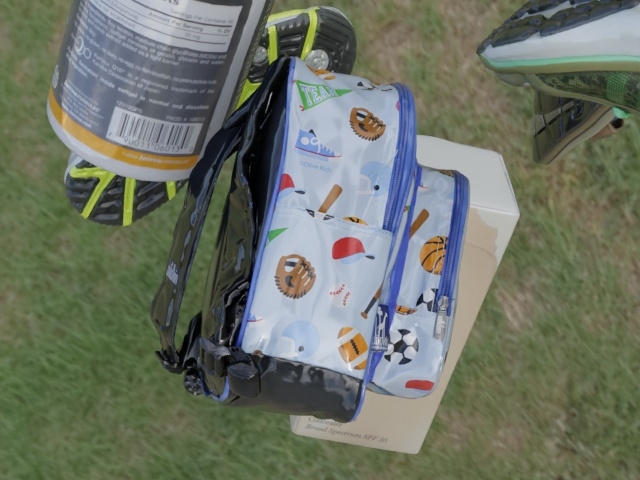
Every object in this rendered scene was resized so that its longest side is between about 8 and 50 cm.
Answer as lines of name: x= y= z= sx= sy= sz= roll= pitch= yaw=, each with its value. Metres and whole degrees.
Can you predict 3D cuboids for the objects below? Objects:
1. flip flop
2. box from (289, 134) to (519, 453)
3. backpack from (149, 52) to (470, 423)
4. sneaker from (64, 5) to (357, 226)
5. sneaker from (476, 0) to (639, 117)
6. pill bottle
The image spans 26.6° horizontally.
flip flop: x=0.295 y=-0.151 z=1.427 sx=0.080 sy=0.277 sz=0.112 roll=9 pitch=71 yaw=-16
box: x=0.074 y=0.054 z=1.359 sx=0.148 sy=0.311 sz=0.121 roll=10 pitch=32 yaw=-11
backpack: x=0.000 y=0.000 z=1.024 sx=0.213 sy=0.276 sz=0.263 roll=7 pitch=85 yaw=-15
sneaker: x=-0.140 y=-0.173 z=1.587 sx=0.385 sy=0.145 sz=0.147 roll=-28 pitch=36 yaw=4
sneaker: x=0.247 y=-0.092 z=0.833 sx=0.158 sy=0.182 sz=0.410 roll=-37 pitch=22 yaw=-17
pill bottle: x=-0.124 y=-0.200 z=1.136 sx=0.162 sy=0.162 sz=0.278 roll=48 pitch=130 yaw=34
